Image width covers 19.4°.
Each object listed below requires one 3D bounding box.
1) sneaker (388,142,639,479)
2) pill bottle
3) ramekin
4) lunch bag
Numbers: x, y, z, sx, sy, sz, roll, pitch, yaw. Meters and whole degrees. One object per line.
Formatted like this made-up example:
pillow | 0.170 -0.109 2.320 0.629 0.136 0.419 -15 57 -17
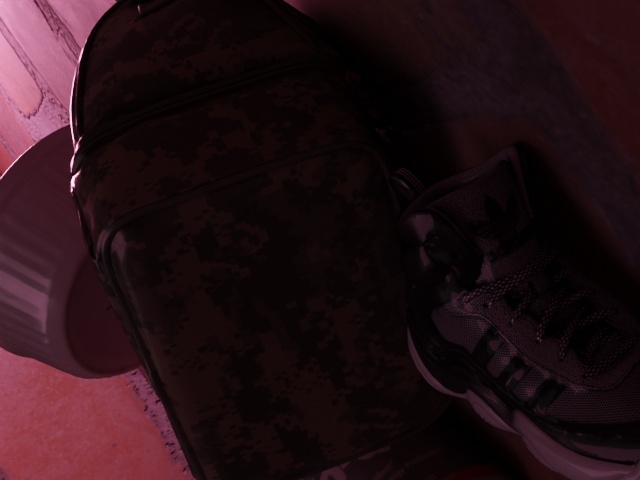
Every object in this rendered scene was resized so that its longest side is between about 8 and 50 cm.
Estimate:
sneaker | 0.125 0.037 1.060 0.268 0.101 0.153 24 142 52
pill bottle | 0.044 0.200 1.643 0.283 0.161 0.161 41 162 42
ramekin | -0.226 0.019 1.941 0.127 0.273 0.273 30 156 34
lunch bag | -0.051 -0.018 1.304 0.256 0.213 0.305 -115 3 -49
